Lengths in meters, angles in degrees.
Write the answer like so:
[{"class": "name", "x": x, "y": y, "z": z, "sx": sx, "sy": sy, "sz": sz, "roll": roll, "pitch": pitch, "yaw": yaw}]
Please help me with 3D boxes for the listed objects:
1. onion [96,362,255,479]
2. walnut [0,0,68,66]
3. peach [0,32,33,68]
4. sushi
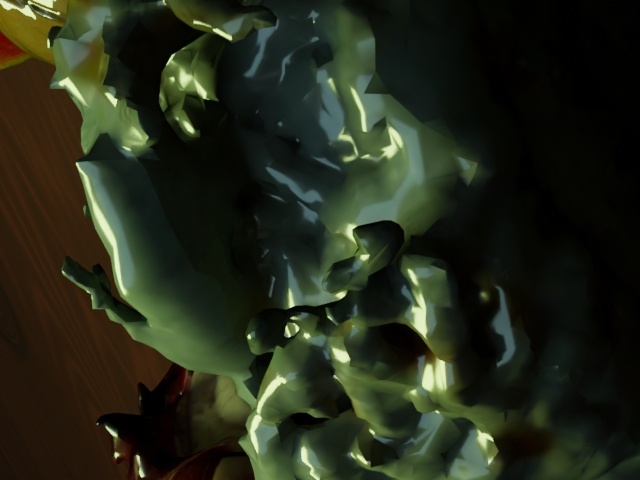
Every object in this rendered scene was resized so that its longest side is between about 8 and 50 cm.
[{"class": "onion", "x": 0.068, "y": 0.116, "z": 0.808, "sx": 0.341, "sy": 0.341, "sz": 0.341, "roll": 37, "pitch": 148, "yaw": 28}, {"class": "walnut", "x": -0.122, "y": -0.190, "z": 0.894, "sx": 0.167, "sy": 0.207, "sz": 0.167, "roll": 24, "pitch": 127, "yaw": 38}, {"class": "peach", "x": -0.266, "y": -0.232, "z": 1.153, "sx": 0.190, "sy": 0.226, "sz": 0.196, "roll": 13, "pitch": 102, "yaw": 8}, {"class": "sushi", "x": 0.075, "y": -0.071, "z": 0.539, "sx": 0.176, "sy": 0.417, "sz": 0.417, "roll": -23, "pitch": 103, "yaw": 35}]
